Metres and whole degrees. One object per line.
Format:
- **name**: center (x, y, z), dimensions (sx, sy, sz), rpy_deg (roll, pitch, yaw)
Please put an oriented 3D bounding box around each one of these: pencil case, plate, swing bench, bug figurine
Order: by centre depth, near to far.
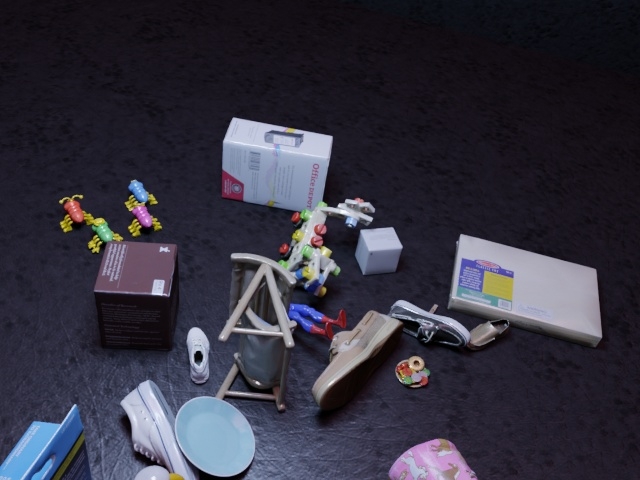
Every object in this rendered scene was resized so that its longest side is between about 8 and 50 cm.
- **pencil case**: center (0.278, 0.568, 1.262), dimensions (0.160, 0.167, 0.386), rpy_deg (-26, 43, -8)
- **plate**: center (-0.225, 0.416, 1.422), dimensions (0.188, 0.024, 0.188), rpy_deg (28, 32, -19)
- **swing bench**: center (-0.143, 0.208, 1.528), dimensions (0.165, 0.253, 0.255), rpy_deg (6, 44, -4)
- **bug figurine**: center (-0.575, -0.078, 1.881), dimensions (0.279, 0.072, 0.216), rpy_deg (-23, 52, -30)

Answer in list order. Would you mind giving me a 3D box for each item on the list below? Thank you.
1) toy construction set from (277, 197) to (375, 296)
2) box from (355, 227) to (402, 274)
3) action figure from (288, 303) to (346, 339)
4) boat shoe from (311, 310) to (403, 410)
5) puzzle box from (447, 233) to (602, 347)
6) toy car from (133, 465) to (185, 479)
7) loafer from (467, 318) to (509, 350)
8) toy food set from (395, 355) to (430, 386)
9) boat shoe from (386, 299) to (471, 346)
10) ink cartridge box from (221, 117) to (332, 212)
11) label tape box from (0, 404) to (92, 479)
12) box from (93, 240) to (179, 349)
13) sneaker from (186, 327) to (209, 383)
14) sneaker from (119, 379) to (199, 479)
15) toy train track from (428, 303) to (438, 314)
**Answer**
- **toy construction set**: center (0.000, 0.000, 1.800), dimensions (0.151, 0.215, 0.328), rpy_deg (47, 58, -20)
- **box**: center (0.162, 0.030, 1.882), dimensions (0.101, 0.102, 0.087), rpy_deg (-5, 43, -16)
- **action figure**: center (-0.078, 0.144, 1.652), dimensions (0.280, 0.139, 0.091), rpy_deg (7, 27, 37)
- **boat shoe**: center (0.071, 0.279, 1.601), dimensions (0.110, 0.122, 0.341), rpy_deg (28, 36, 24)
- **puzzle box**: center (0.571, 0.134, 1.886), dimensions (0.408, 0.052, 0.272), rpy_deg (15, 44, 6)
- **toy car**: center (-0.331, 0.522, 1.261), dimensions (0.136, 0.159, 0.182), rpy_deg (-10, 34, 32)
- **loafer**: center (0.433, 0.238, 1.750), dimensions (0.148, 0.050, 0.056), rpy_deg (-21, 51, -29)
- **toy food set**: center (0.226, 0.324, 1.643), dimensions (0.083, 0.020, 0.083), rpy_deg (-10, 47, -21)
- **boat shoe**: center (0.272, 0.228, 1.718), dimensions (0.219, 0.078, 0.070), rpy_deg (20, 43, 23)
- **ink cartridge box**: center (-0.132, -0.218, 2.000), dimensions (0.306, 0.226, 0.131), rpy_deg (10, 44, -2)
- **label tape box**: center (-0.505, 0.451, 1.133), dimensions (0.115, 0.348, 0.249), rpy_deg (17, 43, 8)
- **box**: center (-0.428, 0.131, 1.592), dimensions (0.167, 0.203, 0.168), rpy_deg (4, 43, -6)
- **sneaker**: center (-0.287, 0.260, 1.587), dimensions (0.053, 0.061, 0.152), rpy_deg (-5, 44, -13)
- **sneaker**: center (-0.338, 0.420, 1.404), dimensions (0.091, 0.094, 0.258), rpy_deg (-35, 59, -2)
- **toy train track**: center (0.293, 0.199, 1.794), dimensions (0.048, 0.014, 0.083), rpy_deg (21, 38, 22)
